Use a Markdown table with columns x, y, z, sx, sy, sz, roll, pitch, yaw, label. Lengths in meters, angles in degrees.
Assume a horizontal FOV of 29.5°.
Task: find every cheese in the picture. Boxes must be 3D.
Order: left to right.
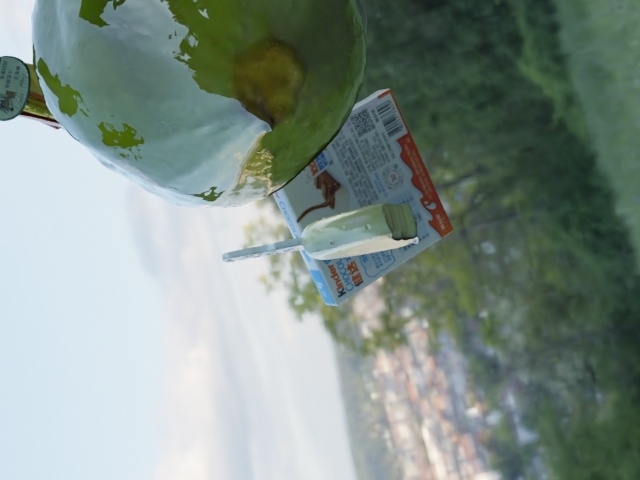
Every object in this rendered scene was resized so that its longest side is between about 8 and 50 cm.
| x | y | z | sx | sy | sz | roll | pitch | yaw | label |
| --- | --- | --- | --- | --- | --- | --- | --- | --- | --- |
| 0.000 | 0.000 | 1.551 | 0.127 | 0.255 | 0.050 | 68 | -170 | -83 | cheese |

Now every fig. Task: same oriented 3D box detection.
| x | y | z | sx | sy | sz | roll | pitch | yaw | label |
| --- | --- | --- | --- | --- | --- | --- | --- | --- | --- |
| -0.104 | -0.187 | 1.151 | 0.343 | 0.343 | 0.343 | 166 | 90 | -90 | fig |

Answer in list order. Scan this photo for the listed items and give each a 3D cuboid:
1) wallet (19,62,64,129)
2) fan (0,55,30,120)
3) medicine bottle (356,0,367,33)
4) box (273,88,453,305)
| x | y | z | sx | sy | sz | roll | pitch | yaw | label |
| --- | --- | --- | --- | --- | --- | --- | --- | --- | --- |
| -0.358 | -0.174 | 1.482 | 0.241 | 0.141 | 0.067 | 4 | -70 | -61 | wallet |
| -0.306 | -0.138 | 1.130 | 0.003 | 0.080 | 0.060 | 166 | 87 | -86 | fan |
| -0.049 | -0.203 | 1.484 | 0.250 | 0.131 | 0.131 | -60 | -18 | -20 | medicine bottle |
| 0.062 | -0.073 | 2.002 | 0.048 | 0.265 | 0.273 | 0 | 118 | 61 | box |
